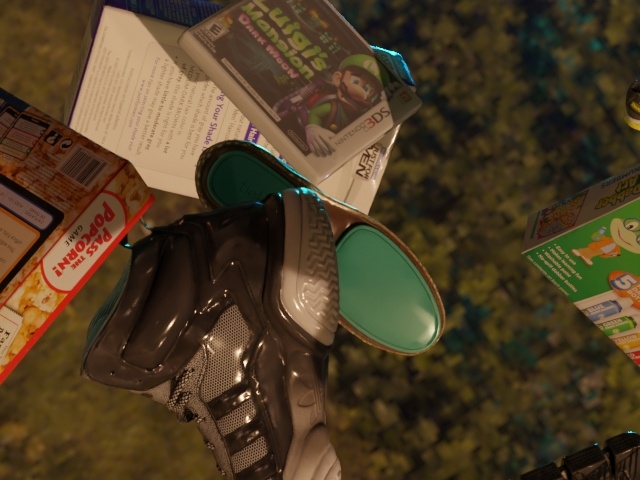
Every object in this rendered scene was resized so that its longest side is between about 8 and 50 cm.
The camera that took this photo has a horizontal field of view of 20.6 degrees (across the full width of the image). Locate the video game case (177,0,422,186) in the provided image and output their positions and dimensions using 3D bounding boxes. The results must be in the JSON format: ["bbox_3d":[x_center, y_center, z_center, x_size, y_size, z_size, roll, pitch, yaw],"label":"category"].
[{"bbox_3d":[-0.017,-0.160,1.684,0.190,0.022,0.173,47,49,6],"label":"video game case"}]

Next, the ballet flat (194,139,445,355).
[{"bbox_3d":[0.000,0.000,1.193,0.206,0.073,0.067,42,-1,-16],"label":"ballet flat"}]

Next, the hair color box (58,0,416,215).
[{"bbox_3d":[-0.091,-0.140,1.859,0.339,0.185,0.110,14,25,-14],"label":"hair color box"}]

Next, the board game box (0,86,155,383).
[{"bbox_3d":[-0.211,0.008,1.002,0.147,0.193,0.045,30,-17,31],"label":"board game box"}]

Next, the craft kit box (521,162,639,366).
[{"bbox_3d":[0.348,0.026,1.537,0.250,0.246,0.061,41,41,-23],"label":"craft kit box"}]

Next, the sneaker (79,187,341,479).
[{"bbox_3d":[-0.068,0.102,1.066,0.101,0.153,0.269,-129,-141,-79],"label":"sneaker"}]

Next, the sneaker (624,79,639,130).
[{"bbox_3d":[0.244,-0.095,1.181,0.035,0.083,0.031,69,13,-49],"label":"sneaker"}]

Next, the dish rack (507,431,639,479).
[{"bbox_3d":[0.296,0.328,1.796,0.074,0.208,0.271,74,-9,-47],"label":"dish rack"}]
